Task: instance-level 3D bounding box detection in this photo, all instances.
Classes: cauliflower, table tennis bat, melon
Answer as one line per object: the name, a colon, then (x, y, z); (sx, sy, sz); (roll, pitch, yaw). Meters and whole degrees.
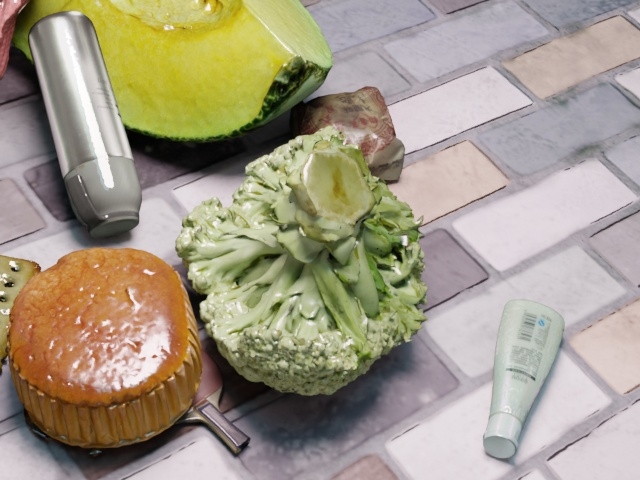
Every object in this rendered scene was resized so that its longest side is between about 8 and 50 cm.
cauliflower: (0.000, 0.000, 1.202); (0.272, 0.250, 0.275); (-23, 61, -27)
table tennis bat: (-0.130, 0.153, 1.191); (0.158, 0.014, 0.095); (39, 51, 24)
melon: (-0.151, -0.248, 1.420); (0.331, 0.226, 0.343); (-28, 68, -29)

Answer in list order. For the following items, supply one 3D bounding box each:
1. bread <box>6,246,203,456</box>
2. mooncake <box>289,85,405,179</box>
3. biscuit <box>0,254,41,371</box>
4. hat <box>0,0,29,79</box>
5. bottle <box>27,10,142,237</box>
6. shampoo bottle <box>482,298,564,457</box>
bread: (-0.207, 0.096, 1.154); (0.199, 0.104, 0.199); (1, 48, -2)
mooncake: (0.029, -0.129, 1.448); (0.125, 0.073, 0.130); (-8, 49, -17)
biscuit: (-0.373, 0.080, 1.200); (0.144, 0.016, 0.203); (14, 46, 0)
hat: (-0.403, -0.220, 1.355); (0.107, 0.237, 0.286); (32, 76, -23)
bottle: (-0.262, -0.129, 1.321); (0.096, 0.079, 0.253); (11, 59, -63)
shampoo bottle: (0.208, 0.143, 1.260); (0.069, 0.041, 0.190); (23, 47, 1)
